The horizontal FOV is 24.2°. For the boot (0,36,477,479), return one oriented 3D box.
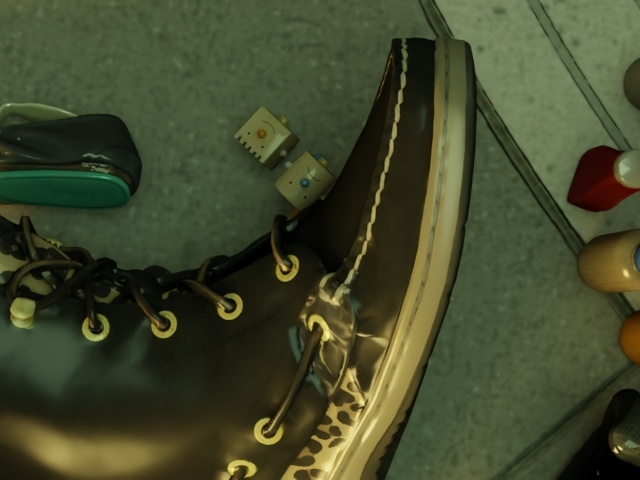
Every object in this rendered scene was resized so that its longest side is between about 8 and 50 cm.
[{"bbox_3d":[-0.082,0.034,0.861,0.284,0.138,0.377,16,115,-3],"label":"boot"}]

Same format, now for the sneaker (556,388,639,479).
[{"bbox_3d":[0.267,0.172,0.916,0.483,0.185,0.202,-22,94,-9],"label":"sneaker"}]

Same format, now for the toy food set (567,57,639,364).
[{"bbox_3d":[0.233,-0.039,0.961,0.111,0.104,0.232,23,84,-6],"label":"toy food set"}]

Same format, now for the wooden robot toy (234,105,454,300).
[{"bbox_3d":[0.000,0.000,0.949,0.173,0.076,0.079,45,93,-3],"label":"wooden robot toy"}]

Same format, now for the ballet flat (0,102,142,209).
[{"bbox_3d":[-0.212,-0.053,0.928,0.203,0.074,0.074,-1,87,-1],"label":"ballet flat"}]
